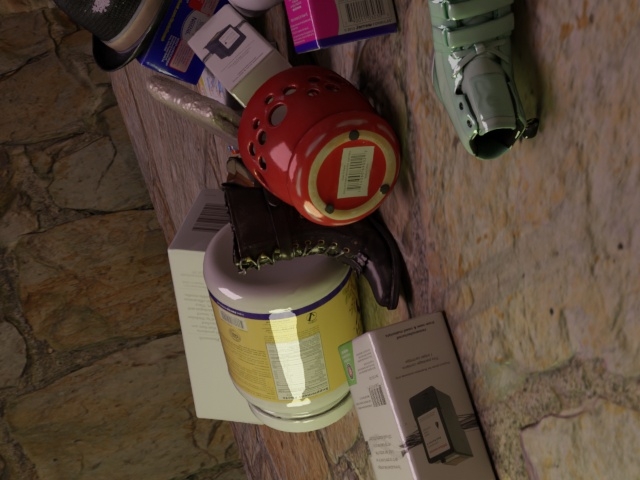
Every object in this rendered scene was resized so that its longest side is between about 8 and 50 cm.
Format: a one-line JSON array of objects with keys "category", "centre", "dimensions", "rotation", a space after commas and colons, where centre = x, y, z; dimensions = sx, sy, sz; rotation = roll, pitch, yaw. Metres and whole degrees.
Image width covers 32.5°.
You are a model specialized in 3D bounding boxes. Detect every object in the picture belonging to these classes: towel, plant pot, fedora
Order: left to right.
[{"category": "fedora", "centre": [-0.370, -0.456, 1.912], "dimensions": [0.334, 0.152, 0.334], "rotation": [-35, 45, 45]}, {"category": "towel", "centre": [-0.145, -0.190, 1.858], "dimensions": [0.187, 0.049, 0.282], "rotation": [27, 179, 41]}, {"category": "plant pot", "centre": [0.002, -0.125, 1.510], "dimensions": [0.174, 0.191, 0.191], "rotation": [-131, 29, -52]}]

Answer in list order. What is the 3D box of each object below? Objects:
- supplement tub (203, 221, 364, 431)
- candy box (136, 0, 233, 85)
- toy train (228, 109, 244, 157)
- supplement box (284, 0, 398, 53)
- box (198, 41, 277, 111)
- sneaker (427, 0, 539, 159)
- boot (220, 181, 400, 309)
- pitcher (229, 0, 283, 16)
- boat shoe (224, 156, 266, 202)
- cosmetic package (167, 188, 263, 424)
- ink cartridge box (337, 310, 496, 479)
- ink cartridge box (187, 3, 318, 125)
[{"category": "supplement tub", "centre": [-0.051, 0.133, 1.819], "dimensions": [0.241, 0.241, 0.331], "rotation": [-123, 18, -48]}, {"category": "candy box", "centre": [-0.263, -0.461, 2.015], "dimensions": [0.268, 0.122, 0.317], "rotation": [-62, 32, 13]}, {"category": "toy train", "centre": [-0.168, -0.234, 2.282], "dimensions": [0.166, 0.046, 0.125], "rotation": [171, 83, -78]}, {"category": "supplement box", "centre": [0.010, -0.360, 1.400], "dimensions": [0.114, 0.111, 0.220], "rotation": [-160, 57, -72]}, {"category": "box", "centre": [-0.150, -0.302, 2.012], "dimensions": [0.203, 0.114, 0.103], "rotation": [-155, 51, -68]}, {"category": "sneaker", "centre": [0.162, -0.190, 1.056], "dimensions": [0.256, 0.094, 0.151], "rotation": [79, 173, -55]}, {"category": "boot", "centre": [-0.018, 0.010, 1.631], "dimensions": [0.091, 0.229, 0.263], "rotation": [105, 146, -62]}, {"category": "pitcher", "centre": [-0.125, -0.437, 1.722], "dimensions": [0.178, 0.125, 0.207], "rotation": [38, 176, -13]}, {"category": "boat shoe", "centre": [-0.116, -0.085, 2.050], "dimensions": [0.324, 0.122, 0.120], "rotation": [-143, 65, -79]}, {"category": "cosmetic package", "centre": [-0.183, 0.142, 2.304], "dimensions": [0.230, 0.161, 0.453], "rotation": [-70, -19, -51]}, {"category": "ink cartridge box", "centre": [0.133, 0.255, 1.550], "dimensions": [0.198, 0.115, 0.273], "rotation": [137, 117, -73]}, {"category": "ink cartridge box", "centre": [-0.096, -0.258, 1.760], "dimensions": [0.172, 0.100, 0.237], "rotation": [44, -176, -36]}]
